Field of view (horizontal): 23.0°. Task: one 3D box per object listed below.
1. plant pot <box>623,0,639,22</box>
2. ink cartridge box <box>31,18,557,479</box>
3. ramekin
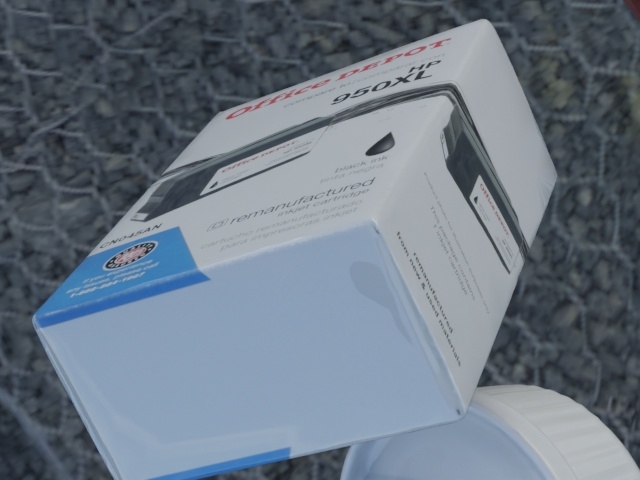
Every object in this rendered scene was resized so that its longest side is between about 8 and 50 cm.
[{"bbox_3d":[0.358,-0.317,1.370,0.267,0.267,0.235,-18,81,2],"label":"plant pot"},{"bbox_3d":[0.000,0.000,1.238,0.285,0.395,0.166,-16,110,25],"label":"ink cartridge box"},{"bbox_3d":[0.148,0.238,1.257,0.273,0.127,0.272,15,111,45],"label":"ramekin"}]
